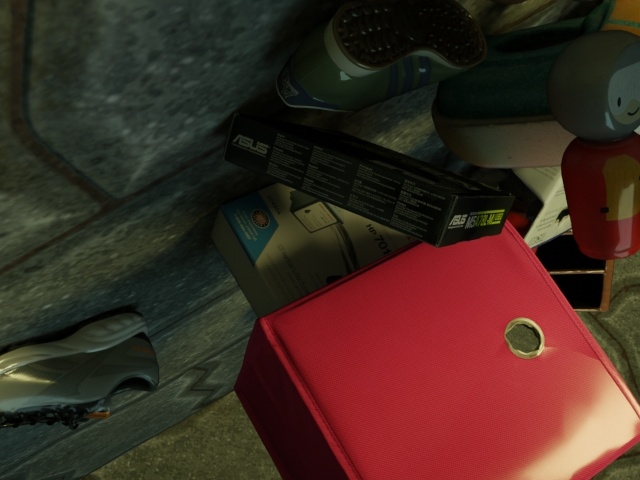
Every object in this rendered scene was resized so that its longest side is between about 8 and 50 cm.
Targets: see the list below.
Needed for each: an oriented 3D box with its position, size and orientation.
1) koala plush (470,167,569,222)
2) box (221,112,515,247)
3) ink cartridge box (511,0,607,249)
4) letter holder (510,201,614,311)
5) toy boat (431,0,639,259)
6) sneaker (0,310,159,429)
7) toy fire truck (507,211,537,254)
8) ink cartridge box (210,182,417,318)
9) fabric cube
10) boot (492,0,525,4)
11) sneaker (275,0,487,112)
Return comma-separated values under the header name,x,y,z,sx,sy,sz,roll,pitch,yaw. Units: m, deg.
name,x,y,z,sx,sy,sz,roll,pitch,yaw
koala plush,0.389,-0.126,1.172,0.196,0.203,0.221,-17,-176,-21
box,0.048,-0.052,0.555,0.184,0.190,0.045,-3,114,-62
ink cartridge box,0.355,-0.153,0.869,0.324,0.071,0.330,-13,135,-56
letter holder,0.379,0.012,1.262,0.214,0.152,0.302,-1,-164,-2
toy boat,0.215,-0.122,0.539,0.267,0.148,0.318,-6,-153,18
sneaker,-0.301,0.167,0.746,0.271,0.108,0.100,-20,165,-38
toy fire truck,0.178,0.029,1.057,0.169,0.254,0.302,-63,-177,-24
ink cartridge box,0.000,0.000,0.726,0.190,0.140,0.082,-26,164,-26
fabric cube,0.093,0.162,0.664,0.258,0.254,0.259,-25,163,-22
boot,0.134,-0.193,0.355,0.112,0.115,0.305,-34,169,1
sneaker,0.043,-0.136,0.502,0.086,0.064,0.192,-25,178,42
